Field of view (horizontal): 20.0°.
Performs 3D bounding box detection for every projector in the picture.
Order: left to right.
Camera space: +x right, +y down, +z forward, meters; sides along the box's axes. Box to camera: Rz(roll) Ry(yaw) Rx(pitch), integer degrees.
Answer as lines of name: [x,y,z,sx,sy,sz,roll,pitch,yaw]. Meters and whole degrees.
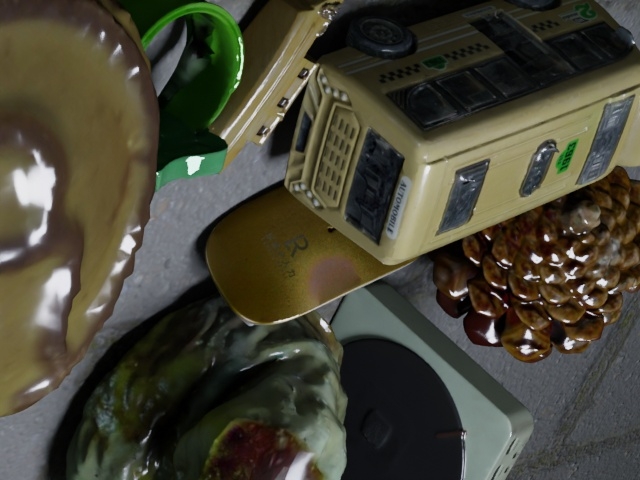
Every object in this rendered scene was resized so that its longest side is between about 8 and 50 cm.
projector: [0.088,0.217,1.999,0.079,0.259,0.257,-8,132,-48]

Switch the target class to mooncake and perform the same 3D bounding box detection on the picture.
mooncake: [-0.300,-0.047,1.256,0.394,0.246,0.393,4,117,-56]

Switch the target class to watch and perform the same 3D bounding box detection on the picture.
watch: [-0.140,-0.128,1.471,0.165,0.131,0.152,-13,125,-42]

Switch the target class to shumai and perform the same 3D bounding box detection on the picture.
shumai: [-0.059,0.222,1.784,0.304,0.263,0.309,21,103,-40]

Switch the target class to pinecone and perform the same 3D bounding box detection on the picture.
pinecone: [0.239,0.016,1.979,0.264,0.264,0.264,-31,146,-25]

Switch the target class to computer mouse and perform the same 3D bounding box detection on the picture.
computer mouse: [0.000,0.000,1.791,0.245,0.126,0.056,-23,167,-33]

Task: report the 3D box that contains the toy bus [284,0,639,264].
toy bus: [0.153,-0.118,1.757,0.365,0.202,0.177,-22,141,-37]

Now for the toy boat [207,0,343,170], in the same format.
toy boat: [-0.047,-0.150,1.616,0.200,0.057,0.077,-55,153,11]
